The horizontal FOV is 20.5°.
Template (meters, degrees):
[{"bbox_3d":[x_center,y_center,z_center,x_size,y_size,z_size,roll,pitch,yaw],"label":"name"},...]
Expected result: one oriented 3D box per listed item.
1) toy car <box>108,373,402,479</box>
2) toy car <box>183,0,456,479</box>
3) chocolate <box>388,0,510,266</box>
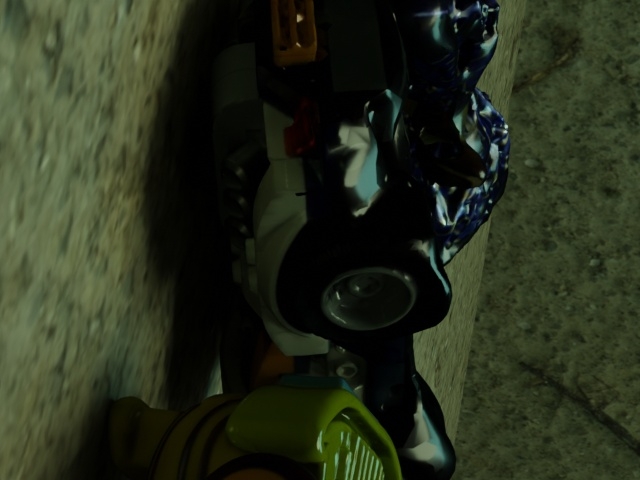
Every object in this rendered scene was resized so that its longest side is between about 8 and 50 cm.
[{"bbox_3d":[-0.044,0.180,0.749,0.200,0.142,0.247,58,38,-57],"label":"toy car"},{"bbox_3d":[-0.002,-0.001,0.866,0.301,0.118,0.193,84,0,-50],"label":"toy car"},{"bbox_3d":[0.052,-0.096,1.011,0.148,0.126,0.343,59,-8,24],"label":"chocolate"}]
